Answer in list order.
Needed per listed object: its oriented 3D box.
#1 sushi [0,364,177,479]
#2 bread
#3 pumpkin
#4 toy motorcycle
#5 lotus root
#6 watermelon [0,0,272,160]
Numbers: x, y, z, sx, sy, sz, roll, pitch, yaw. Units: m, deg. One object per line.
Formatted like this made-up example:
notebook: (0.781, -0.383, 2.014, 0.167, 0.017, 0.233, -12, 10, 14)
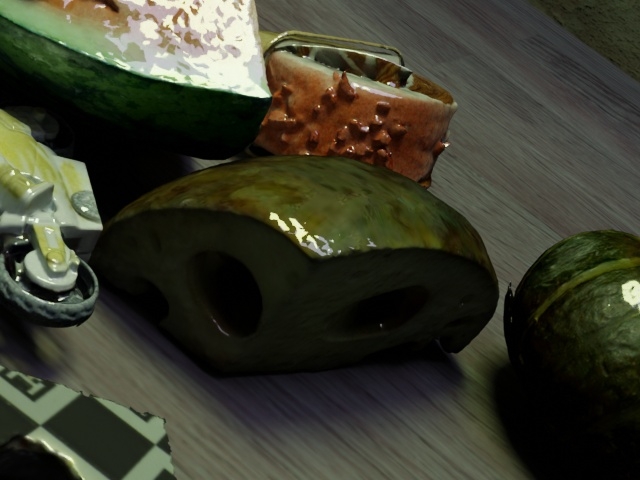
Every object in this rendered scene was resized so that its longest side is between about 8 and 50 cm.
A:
sushi: (-0.161, 0.129, 0.442, 0.231, 0.047, 0.219, 25, 22, -29)
bread: (0.017, -0.117, 0.994, 0.212, 0.142, 0.224, 33, 21, 33)
pumpkin: (0.239, 0.102, 0.830, 0.238, 0.159, 0.238, 46, 8, -9)
toy motorcycle: (-0.205, -0.031, 0.637, 0.151, 0.074, 0.228, 16, 32, -28)
lotus root: (0.004, -0.003, 0.760, 0.210, 0.142, 0.314, 43, 25, 21)
watermelon: (-0.188, -0.187, 0.807, 0.222, 0.292, 0.319, -7, 77, -22)
